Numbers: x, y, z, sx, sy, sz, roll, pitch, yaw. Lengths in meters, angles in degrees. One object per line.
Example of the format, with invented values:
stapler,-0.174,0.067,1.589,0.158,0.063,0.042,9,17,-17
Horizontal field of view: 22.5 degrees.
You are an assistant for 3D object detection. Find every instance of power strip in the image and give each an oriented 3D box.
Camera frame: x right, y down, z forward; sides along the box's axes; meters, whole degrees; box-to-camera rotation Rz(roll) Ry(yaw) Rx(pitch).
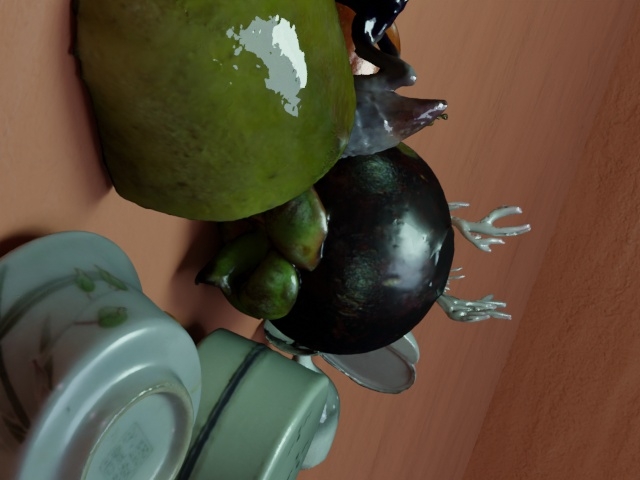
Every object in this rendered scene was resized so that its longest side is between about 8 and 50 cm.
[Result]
power strip,-0.134,0.295,1.987,0.357,0.161,0.357,24,90,-82

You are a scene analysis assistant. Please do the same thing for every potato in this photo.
potato,-0.084,-0.205,1.575,0.330,0.213,0.280,-62,157,-16

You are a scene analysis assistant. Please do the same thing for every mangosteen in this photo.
mangosteen,0.019,0.003,2.005,0.311,0.311,0.311,-54,156,-37

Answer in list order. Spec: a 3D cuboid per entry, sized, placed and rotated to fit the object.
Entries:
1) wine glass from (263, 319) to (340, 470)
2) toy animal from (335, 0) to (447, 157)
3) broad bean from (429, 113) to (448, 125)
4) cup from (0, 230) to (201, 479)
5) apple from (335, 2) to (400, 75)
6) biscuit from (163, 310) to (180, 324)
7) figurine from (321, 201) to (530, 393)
wine glass,-0.030,0.213,2.313,0.126,0.126,0.241,-47,150,-47
toy animal,-0.004,-0.136,1.732,0.324,0.195,0.090,-44,161,-3
broad bean,0.053,-0.201,2.024,0.292,0.144,0.049,-115,-166,-55
cup,-0.237,0.178,1.565,0.347,0.163,0.347,-39,143,-38
apple,-0.002,-0.202,1.867,0.199,0.199,0.199,-54,156,-37
biscuit,-0.256,0.162,1.761,0.284,0.043,0.306,-58,156,-21
figurine,0.152,0.081,2.469,0.206,0.284,0.316,92,15,-48
